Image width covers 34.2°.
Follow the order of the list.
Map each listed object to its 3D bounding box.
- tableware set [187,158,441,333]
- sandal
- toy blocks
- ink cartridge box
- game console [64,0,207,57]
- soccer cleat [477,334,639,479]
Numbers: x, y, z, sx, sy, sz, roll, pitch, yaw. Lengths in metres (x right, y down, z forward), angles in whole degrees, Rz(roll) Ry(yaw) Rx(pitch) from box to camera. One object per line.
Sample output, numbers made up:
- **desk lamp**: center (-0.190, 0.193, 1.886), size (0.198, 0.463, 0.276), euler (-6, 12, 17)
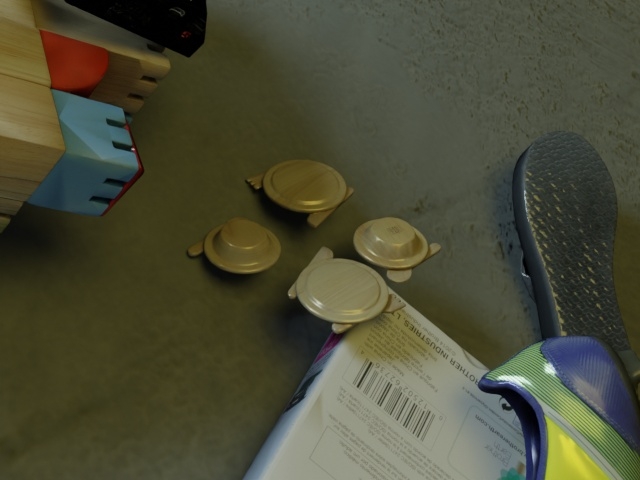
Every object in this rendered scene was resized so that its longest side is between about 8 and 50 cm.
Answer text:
- **tableware set**: center (0.000, 0.000, 0.748), size (0.169, 0.020, 0.141), euler (30, 44, 24)
- **sandal**: center (0.206, 0.024, 0.889), size (0.097, 0.054, 0.254), euler (7, 68, -21)
- **toy blocks**: center (-0.219, -0.137, 0.649), size (0.261, 0.191, 0.381), euler (11, 46, -42)
- **ink cartridge box**: center (0.037, 0.190, 0.665), size (0.186, 0.065, 0.311), euler (39, 46, -6)
- **game console**: center (-0.205, -0.238, 0.586), size (0.361, 0.044, 0.213), euler (17, 41, -56)
- **soccer cleat**: center (0.180, 0.206, 0.677), size (0.121, 0.093, 0.289), euler (-13, 79, -11)
